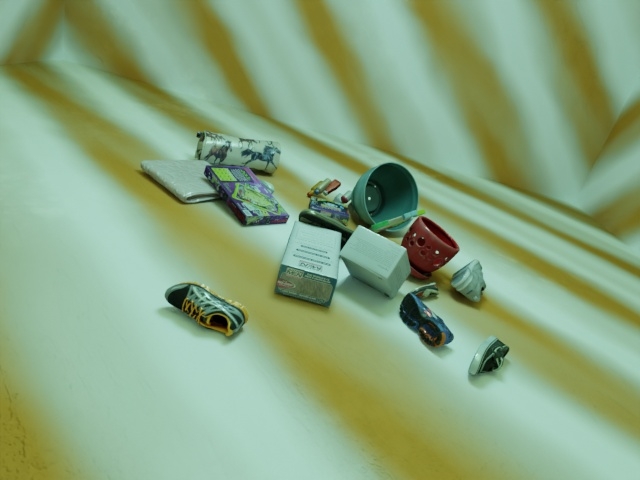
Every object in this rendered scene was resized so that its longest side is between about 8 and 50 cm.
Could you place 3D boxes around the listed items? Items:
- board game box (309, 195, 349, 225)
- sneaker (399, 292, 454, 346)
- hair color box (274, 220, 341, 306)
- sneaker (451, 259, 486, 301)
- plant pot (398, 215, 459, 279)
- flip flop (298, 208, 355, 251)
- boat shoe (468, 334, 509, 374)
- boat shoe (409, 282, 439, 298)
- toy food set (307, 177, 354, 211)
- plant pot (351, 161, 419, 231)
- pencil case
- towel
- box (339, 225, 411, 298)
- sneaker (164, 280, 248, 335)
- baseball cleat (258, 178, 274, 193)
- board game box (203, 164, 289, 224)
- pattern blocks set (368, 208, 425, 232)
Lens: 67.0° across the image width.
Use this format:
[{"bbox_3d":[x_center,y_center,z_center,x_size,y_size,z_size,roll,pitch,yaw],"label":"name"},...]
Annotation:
[{"bbox_3d":[0.035,-0.130,2.091,0.170,0.048,0.141,13,23,-7],"label":"board game box"},{"bbox_3d":[0.312,0.240,1.442,0.087,0.083,0.221,17,25,-35],"label":"sneaker"},{"bbox_3d":[-0.031,0.063,1.552,0.174,0.105,0.347,15,23,-2],"label":"hair color box"},{"bbox_3d":[0.552,0.156,1.778,0.115,0.105,0.281,52,29,6],"label":"sneaker"},{"bbox_3d":[0.377,0.030,1.760,0.191,0.174,0.191,33,24,-17],"label":"plant pot"},{"bbox_3d":[0.043,-0.044,1.745,0.277,0.112,0.080,29,41,-21],"label":"flip flop"},{"bbox_3d":[0.473,0.322,1.342,0.070,0.077,0.219,28,25,28],"label":"boat shoe"},{"bbox_3d":[0.352,0.174,1.633,0.137,0.049,0.043,-7,72,-43],"label":"boat shoe"},{"bbox_3d":[0.054,-0.202,2.209,0.232,0.111,0.104,37,60,19],"label":"toy food set"},{"bbox_3d":[0.257,-0.186,2.122,0.293,0.293,0.196,2,0,-29],"label":"plant pot"},{"bbox_3d":[-0.385,-0.417,2.310,0.410,0.159,0.183,4,5,-28],"label":"pencil case"},{"bbox_3d":[-0.519,-0.250,1.993,0.332,0.053,0.317,33,28,33],"label":"towel"},{"bbox_3d":[0.178,0.071,1.548,0.182,0.119,0.181,28,-16,26],"label":"box"},{"bbox_3d":[-0.286,0.168,1.190,0.215,0.084,0.083,19,29,3],"label":"sneaker"},{"bbox_3d":[-0.303,-0.240,2.088,0.206,0.072,0.109,15,30,6],"label":"baseball cleat"},{"bbox_3d":[-0.296,-0.184,1.917,0.208,0.056,0.347,-8,44,-39],"label":"board game box"},{"bbox_3d":[0.257,-0.059,1.820,0.286,0.026,0.325,-20,-3,9],"label":"pattern blocks set"}]
